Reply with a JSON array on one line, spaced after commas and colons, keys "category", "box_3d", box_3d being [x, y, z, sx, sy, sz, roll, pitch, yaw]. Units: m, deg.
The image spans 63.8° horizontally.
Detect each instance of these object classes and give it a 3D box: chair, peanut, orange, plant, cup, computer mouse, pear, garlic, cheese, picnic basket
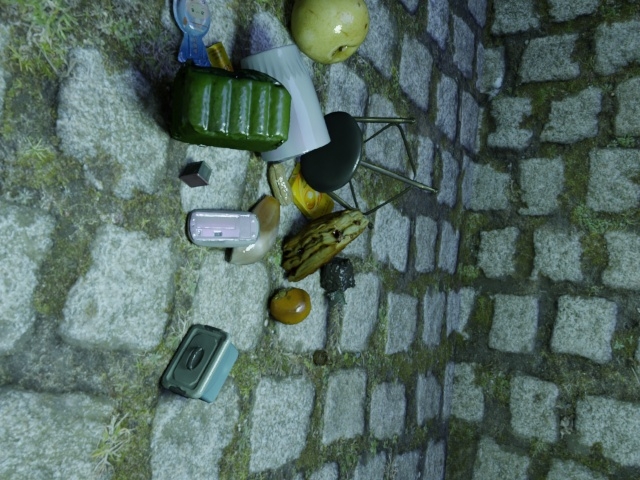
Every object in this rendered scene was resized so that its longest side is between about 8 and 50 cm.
[{"category": "chair", "box_3d": [0.160, -0.304, 2.032, 0.410, 0.364, 0.362, 10, 59, -45]}, {"category": "peanut", "box_3d": [-0.150, -0.213, 1.917, 0.080, 0.080, 0.175, -34, 115, -46]}, {"category": "orange", "box_3d": [-0.111, 0.248, 1.935, 0.157, 0.156, 0.134, -52, 151, -37]}, {"category": "plant", "box_3d": [0.074, 0.176, 2.178, 0.142, 0.131, 0.203, -34, 131, -48]}, {"category": "cup", "box_3d": [-0.126, -0.467, 1.786, 0.253, 0.253, 0.372, -35, 116, -46]}, {"category": "computer mouse", "box_3d": [-0.317, -0.042, 1.683, 0.245, 0.056, 0.126, 0, 81, -30]}, {"category": "pear", "box_3d": [0.031, -0.836, 1.948, 0.309, 0.309, 0.310, -4, 95, -52]}, {"category": "garlic", "box_3d": [-0.217, -0.028, 1.830, 0.143, 0.112, 0.318, 54, 41, -35]}, {"category": "cheese", "box_3d": [-0.393, -0.666, 1.586, 0.135, 0.052, 0.245, -5, 95, -46]}, {"category": "picnic basket", "box_3d": [0.016, 0.497, 2.159, 0.072, 0.083, 0.072, -5, 96, -53]}]

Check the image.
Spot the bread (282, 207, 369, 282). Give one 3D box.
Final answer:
[{"category": "bread", "box_3d": [0.000, 0.000, 1.978, 0.167, 0.324, 0.277, 51, 36, 4]}]

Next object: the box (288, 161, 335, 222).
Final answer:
[{"category": "box", "box_3d": [-0.038, -0.175, 2.086, 0.269, 0.043, 0.152, 50, 51, -42]}]

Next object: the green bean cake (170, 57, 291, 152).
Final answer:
[{"category": "green bean cake", "box_3d": [-0.264, -0.384, 1.511, 0.318, 0.335, 0.218, 4, 94, -24]}]

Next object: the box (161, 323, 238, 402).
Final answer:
[{"category": "box", "box_3d": [-0.369, 0.384, 1.600, 0.227, 0.162, 0.130, -64, 147, -26]}]

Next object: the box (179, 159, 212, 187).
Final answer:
[{"category": "box", "box_3d": [-0.385, -0.208, 1.604, 0.060, 0.084, 0.063, 46, 51, -42]}]

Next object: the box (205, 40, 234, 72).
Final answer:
[{"category": "box", "box_3d": [-0.329, -0.569, 1.703, 0.089, 0.022, 0.156, -44, 125, -39]}]
